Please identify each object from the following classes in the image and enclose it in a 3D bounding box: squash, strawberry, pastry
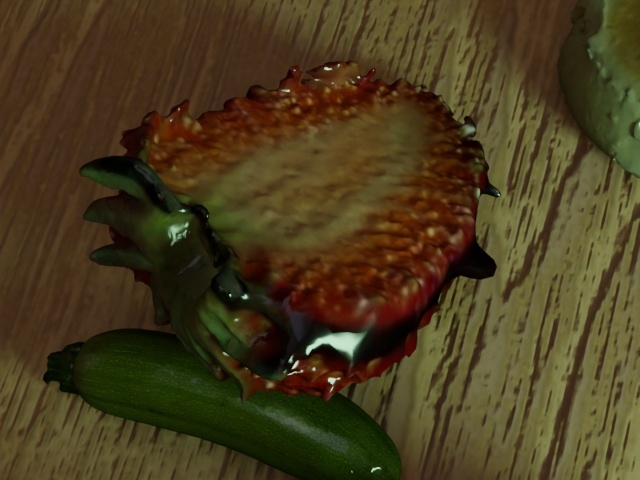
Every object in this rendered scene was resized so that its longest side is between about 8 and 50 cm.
[{"bbox_3d":[-0.063,0.107,1.053,0.258,0.069,0.069,18,67,14],"label":"squash"},{"bbox_3d":[0.000,0.000,1.065,0.233,0.137,0.306,42,39,22],"label":"strawberry"},{"bbox_3d":[0.250,-0.130,1.124,0.166,0.088,0.165,-4,62,7],"label":"pastry"}]
